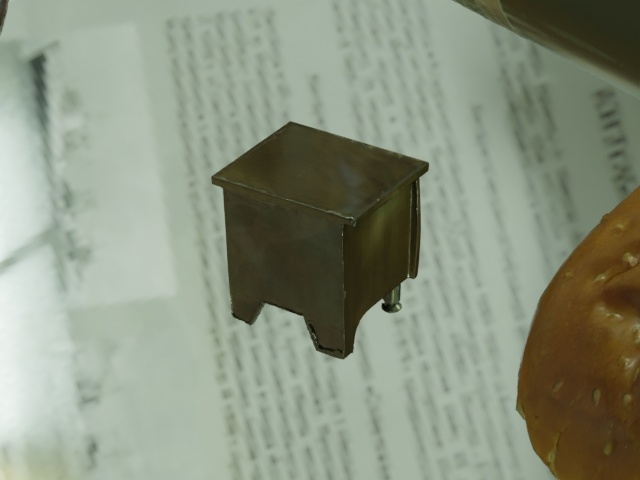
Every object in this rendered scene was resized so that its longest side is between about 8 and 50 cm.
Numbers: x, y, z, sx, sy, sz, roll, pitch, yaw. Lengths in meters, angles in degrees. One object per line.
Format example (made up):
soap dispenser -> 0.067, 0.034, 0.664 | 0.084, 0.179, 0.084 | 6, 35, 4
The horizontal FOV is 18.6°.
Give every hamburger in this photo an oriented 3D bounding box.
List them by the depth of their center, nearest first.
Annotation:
hamburger -> 0.279, 0.065, 1.246 | 0.314, 0.290, 0.170 | -52, 126, -14

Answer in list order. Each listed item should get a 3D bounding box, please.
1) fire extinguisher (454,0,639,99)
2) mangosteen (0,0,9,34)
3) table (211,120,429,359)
fire extinguisher -> 0.063, -0.109, 0.564 | 0.294, 0.093, 0.118 | 36, -16, 44
mangosteen -> -0.223, -0.123, 0.926 | 0.152, 0.152, 0.152 | 39, 39, -42
table -> 0.000, 0.000, 0.976 | 0.070, 0.083, 0.082 | -38, 137, -46
